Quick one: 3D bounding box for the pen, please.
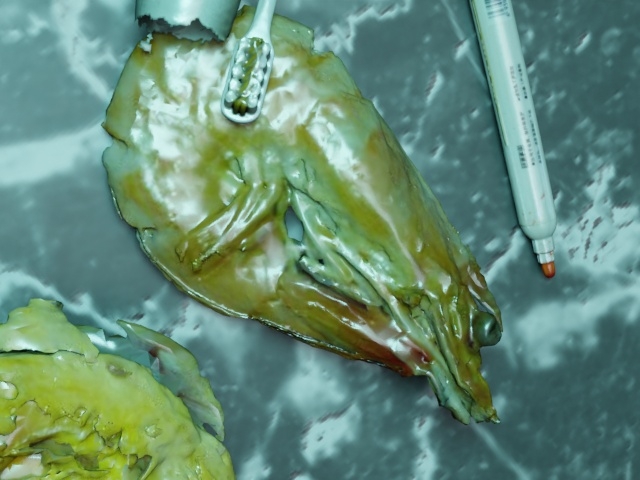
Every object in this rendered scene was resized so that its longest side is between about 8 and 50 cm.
[{"bbox_3d":[0.114,-0.081,0.826,0.026,0.026,0.218,-17,102,-15],"label":"pen"}]

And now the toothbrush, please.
[{"bbox_3d":[-0.005,-0.228,0.746,0.025,0.030,0.342,14,82,-3],"label":"toothbrush"}]

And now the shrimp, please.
[{"bbox_3d":[0.000,0.000,0.775,0.154,0.062,0.294,-43,94,-3],"label":"shrimp"}]

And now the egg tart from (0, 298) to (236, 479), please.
[{"bbox_3d":[-0.180,0.153,0.716,0.297,0.132,0.297,-8,112,-22],"label":"egg tart"}]

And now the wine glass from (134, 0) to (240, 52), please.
[{"bbox_3d":[-0.050,-0.225,0.722,0.074,0.074,0.262,12,88,-18],"label":"wine glass"}]
